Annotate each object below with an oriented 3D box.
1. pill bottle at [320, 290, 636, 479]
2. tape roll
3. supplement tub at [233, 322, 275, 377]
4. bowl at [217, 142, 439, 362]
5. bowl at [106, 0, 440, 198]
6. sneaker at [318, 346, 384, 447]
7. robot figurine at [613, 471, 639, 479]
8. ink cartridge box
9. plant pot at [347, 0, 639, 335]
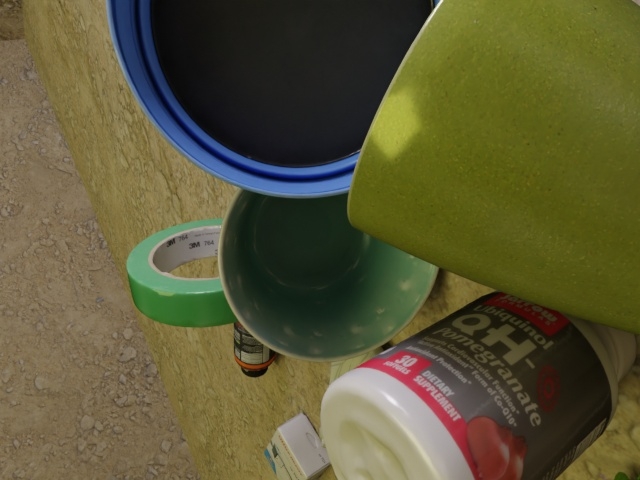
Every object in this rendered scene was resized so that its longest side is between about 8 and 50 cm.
[{"bbox_3d":[0.173,0.152,0.514,0.176,0.318,0.177,32,132,44],"label":"pill bottle"},{"bbox_3d":[-0.218,0.052,1.044,0.321,0.321,0.077,30,129,46],"label":"tape roll"},{"bbox_3d":[-0.159,0.243,1.264,0.106,0.106,0.198,41,138,38],"label":"supplement tub"},{"bbox_3d":[0.000,0.000,0.756,0.163,0.311,0.312,-145,43,-70],"label":"bowl"},{"bbox_3d":[-0.024,-0.243,0.568,0.077,0.390,0.392,-121,19,-76],"label":"bowl"},{"bbox_3d":[0.058,0.284,0.974,0.118,0.110,0.292,55,137,36],"label":"sneaker"},{"bbox_3d":[0.357,0.314,0.560,0.101,0.067,0.115,-23,87,38],"label":"robot figurine"},{"bbox_3d":[-0.061,0.542,1.300,0.140,0.082,0.191,53,145,25],"label":"ink cartridge box"},{"bbox_3d":[0.218,-0.049,0.420,0.293,0.275,0.275,34,137,16],"label":"plant pot"}]
